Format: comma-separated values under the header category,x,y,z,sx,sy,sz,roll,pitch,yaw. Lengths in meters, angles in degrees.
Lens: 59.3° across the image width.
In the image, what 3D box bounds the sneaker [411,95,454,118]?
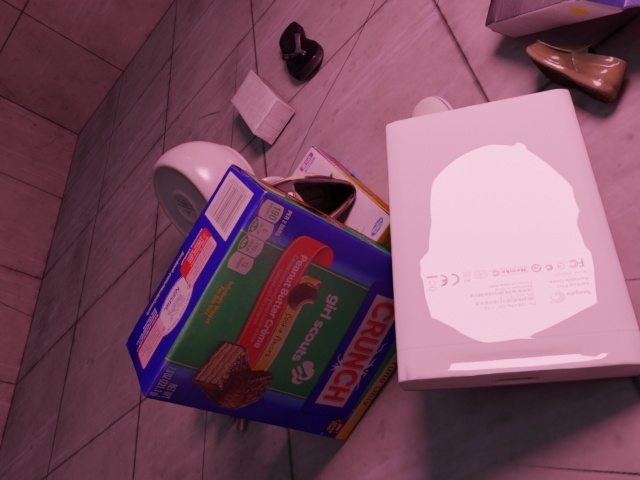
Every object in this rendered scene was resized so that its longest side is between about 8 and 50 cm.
category,x,y,z,sx,sy,sz,roll,pitch,yaw
sneaker,0.154,-0.119,0.817,0.094,0.091,0.258,-27,48,40

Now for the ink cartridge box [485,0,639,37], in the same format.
category,x,y,z,sx,sy,sz,roll,pitch,yaw
ink cartridge box,0.326,-0.419,0.668,0.307,0.072,0.304,-129,51,-75

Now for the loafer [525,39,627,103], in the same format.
category,x,y,z,sx,sy,sz,roll,pitch,yaw
loafer,0.322,-0.221,0.707,0.050,0.056,0.148,-52,46,14

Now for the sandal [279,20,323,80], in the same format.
category,x,y,z,sx,sy,sz,roll,pitch,yaw
sandal,-0.063,-0.459,1.350,0.097,0.054,0.255,-50,37,18

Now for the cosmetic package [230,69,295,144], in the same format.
category,x,y,z,sx,sy,sz,roll,pitch,yaw
cosmetic package,-0.143,-0.326,1.360,0.099,0.060,0.239,-51,36,13

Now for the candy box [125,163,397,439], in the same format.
category,x,y,z,sx,sy,sz,roll,pitch,yaw
candy box,-0.034,0.096,0.720,0.268,0.317,0.122,-58,37,8

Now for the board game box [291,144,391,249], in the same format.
category,x,y,z,sx,sy,sz,roll,pitch,yaw
board game box,0.000,0.000,0.960,0.242,0.064,0.316,-54,36,12

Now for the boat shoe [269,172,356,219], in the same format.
category,x,y,z,sx,sy,sz,roll,pitch,yaw
boat shoe,-0.054,-0.039,0.802,0.092,0.285,0.103,-6,104,42

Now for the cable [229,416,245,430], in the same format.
category,x,y,z,sx,sy,sz,roll,pitch,yaw
cable,-0.147,0.177,0.984,0.139,0.072,0.287,22,96,40

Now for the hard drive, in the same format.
category,x,y,z,sx,sy,sz,roll,pitch,yaw
hard drive,0.198,-0.013,0.647,0.232,0.047,0.353,-8,57,15

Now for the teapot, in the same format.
category,x,y,z,sx,sy,sz,roll,pitch,yaw
teapot,-0.219,-0.115,1.214,0.187,0.256,0.252,-39,-4,-33
